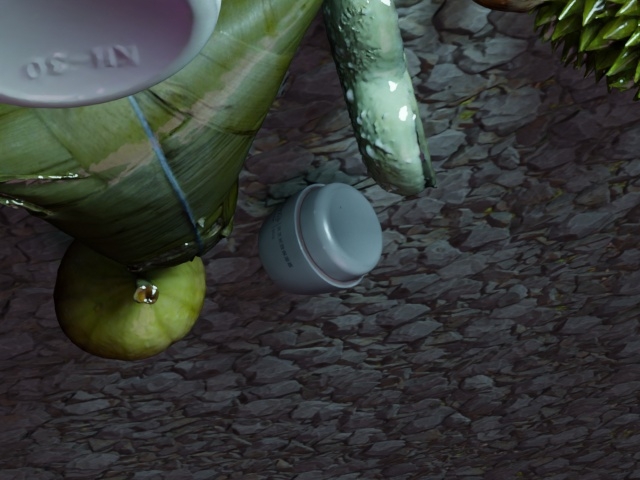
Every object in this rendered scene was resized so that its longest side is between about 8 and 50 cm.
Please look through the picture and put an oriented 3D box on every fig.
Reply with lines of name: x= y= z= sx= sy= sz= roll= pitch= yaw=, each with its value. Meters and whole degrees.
fig: x=-0.177 y=0.060 z=1.621 sx=0.160 sy=0.231 sz=0.143 roll=-30 pitch=119 yaw=-17

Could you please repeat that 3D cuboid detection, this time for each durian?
durian: x=0.310 y=-0.223 z=1.468 sx=0.198 sy=0.163 sz=0.394 roll=-60 pitch=150 yaw=4

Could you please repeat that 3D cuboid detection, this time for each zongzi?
zongzi: x=-0.087 y=-0.114 z=1.397 sx=0.360 sy=0.160 sz=0.323 roll=-28 pitch=158 yaw=13

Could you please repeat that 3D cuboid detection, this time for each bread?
bread: x=0.045 y=-0.153 z=1.404 sx=0.064 sy=0.172 sz=0.232 roll=-14 pitch=112 yaw=0

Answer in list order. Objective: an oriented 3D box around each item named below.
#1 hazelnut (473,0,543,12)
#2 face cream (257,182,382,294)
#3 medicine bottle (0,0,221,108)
hazelnut: x=0.157 y=-0.229 z=1.354 sx=0.086 sy=0.086 sz=0.086 roll=-12 pitch=155 yaw=-5
face cream: x=0.000 y=0.000 z=1.712 sx=0.104 sy=0.117 sz=0.117 roll=-23 pitch=156 yaw=38
medicine bottle: x=-0.159 y=-0.235 z=0.917 sx=0.170 sy=0.293 sz=0.170 roll=-10 pitch=155 yaw=-5
